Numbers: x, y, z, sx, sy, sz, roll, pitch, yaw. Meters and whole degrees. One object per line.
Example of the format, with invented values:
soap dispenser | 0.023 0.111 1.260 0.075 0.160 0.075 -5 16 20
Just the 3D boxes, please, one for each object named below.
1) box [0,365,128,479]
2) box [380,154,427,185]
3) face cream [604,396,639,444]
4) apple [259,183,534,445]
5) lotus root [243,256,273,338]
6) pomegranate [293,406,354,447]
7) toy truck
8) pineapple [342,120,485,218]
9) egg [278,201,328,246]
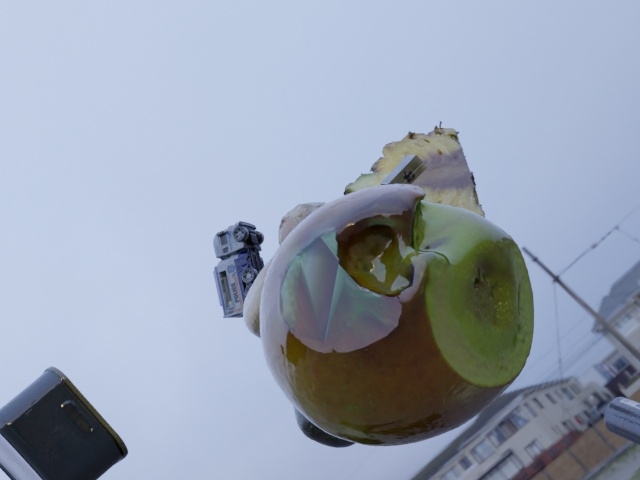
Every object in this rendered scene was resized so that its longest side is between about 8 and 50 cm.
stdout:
box | -0.336 0.254 0.788 0.090 0.144 0.201 -43 3 -39
box | 0.158 -0.124 1.215 0.079 0.035 0.083 -46 8 1
face cream | 0.633 0.351 1.106 0.073 0.283 0.073 -3 -83 -26
apple | 0.099 0.089 0.883 0.384 0.374 0.374 -40 -28 0
lotus root | -0.063 0.114 1.171 0.146 0.131 0.303 9 -29 -12
pomegranate | 0.037 0.404 1.644 0.204 0.222 0.276 -32 5 8
toy truck | -0.240 0.089 1.902 0.155 0.268 0.124 -19 -14 20
pineapple | 0.202 -0.071 1.427 0.286 0.344 0.209 -10 -44 5
egg | 0.000 0.000 1.642 0.195 0.195 0.233 -44 -61 11
